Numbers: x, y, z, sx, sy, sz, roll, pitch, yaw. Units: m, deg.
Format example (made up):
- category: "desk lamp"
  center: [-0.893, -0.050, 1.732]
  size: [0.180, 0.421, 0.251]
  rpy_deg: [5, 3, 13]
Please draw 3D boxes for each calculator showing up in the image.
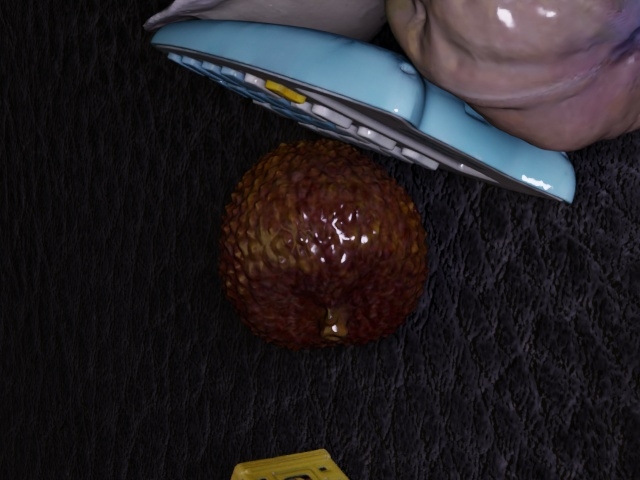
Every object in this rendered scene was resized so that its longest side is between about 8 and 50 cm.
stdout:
- category: "calculator"
  center: [0.019, -0.113, 1.387]
  size: [0.386, 0.256, 0.054]
  rpy_deg: [16, 84, 53]

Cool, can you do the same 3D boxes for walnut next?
- category: "walnut"
  center: [0.160, -0.191, 1.179]
  size: [0.248, 0.248, 0.248]
  rpy_deg: [4, 95, 56]

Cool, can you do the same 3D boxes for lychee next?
- category: "lychee"
  center: [0.001, 0.007, 1.474]
  size: [0.194, 0.194, 0.194]
  rpy_deg: [4, 95, 56]

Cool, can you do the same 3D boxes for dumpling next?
- category: "dumpling"
  center: [-0.036, -0.246, 1.501]
  size: [0.293, 0.204, 0.163]
  rpy_deg: [-13, 66, 62]

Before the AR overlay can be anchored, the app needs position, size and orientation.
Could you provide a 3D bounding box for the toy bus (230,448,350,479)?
- category: "toy bus"
  center: [-0.065, 0.360, 1.651]
  size: [0.123, 0.121, 0.335]
  rpy_deg: [42, 125, 38]
